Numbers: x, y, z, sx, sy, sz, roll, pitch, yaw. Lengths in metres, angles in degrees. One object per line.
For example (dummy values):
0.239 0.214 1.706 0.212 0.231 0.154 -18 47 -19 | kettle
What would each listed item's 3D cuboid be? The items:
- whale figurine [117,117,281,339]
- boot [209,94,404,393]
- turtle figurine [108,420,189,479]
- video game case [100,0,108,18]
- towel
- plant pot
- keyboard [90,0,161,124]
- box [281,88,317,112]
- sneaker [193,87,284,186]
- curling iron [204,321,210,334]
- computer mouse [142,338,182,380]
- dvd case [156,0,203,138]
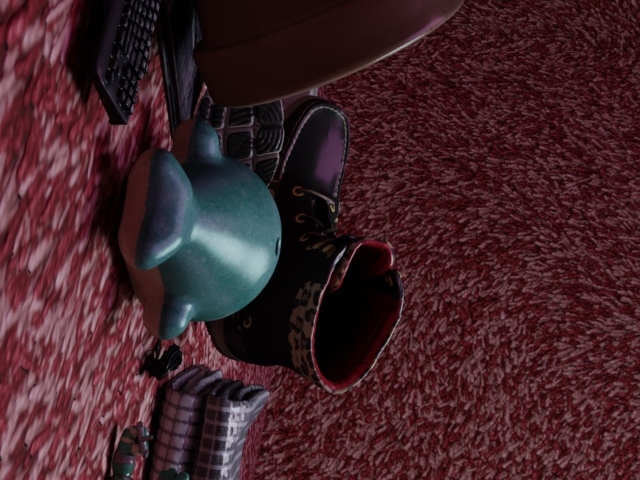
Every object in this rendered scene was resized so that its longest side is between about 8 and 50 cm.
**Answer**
-0.113 -0.010 0.909 0.272 0.141 0.216 78 21 -82 | whale figurine
0.000 0.000 1.201 0.284 0.138 0.377 14 -98 61 | boot
-0.170 0.276 0.967 0.175 0.118 0.234 55 0 20 | turtle figurine
-0.146 -0.263 0.739 0.119 0.015 0.166 96 3 -55 | video game case
-0.154 0.305 1.299 0.284 0.121 0.235 41 59 -87 | towel
-0.024 -0.280 0.869 0.263 0.263 0.229 -77 146 -64 | plant pot
-0.140 -0.179 0.738 0.108 0.023 0.180 93 7 -71 | keyboard
-0.079 -0.129 1.485 0.231 0.127 0.262 -78 176 -48 | box
-0.109 -0.089 1.140 0.118 0.107 0.279 -111 -155 -58 | sneaker
-0.162 0.072 1.292 0.274 0.035 0.068 92 5 -62 | curling iron
-0.165 0.067 1.116 0.106 0.042 0.192 67 31 -84 | computer mouse
-0.138 -0.232 0.999 0.221 0.018 0.164 96 4 -58 | dvd case
